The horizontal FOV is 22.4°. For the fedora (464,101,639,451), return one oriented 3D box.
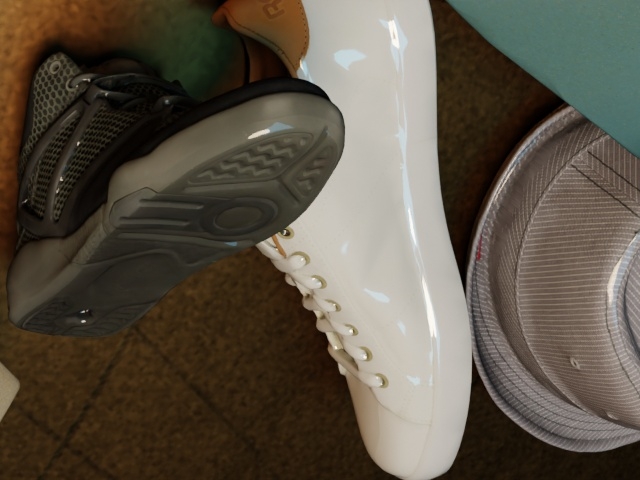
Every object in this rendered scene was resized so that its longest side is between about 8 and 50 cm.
[{"bbox_3d":[0.214,0.036,0.941,0.244,0.124,0.275,-35,124,-5],"label":"fedora"}]

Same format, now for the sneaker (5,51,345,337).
[{"bbox_3d":[-0.076,-0.047,0.733,0.087,0.227,0.130,7,67,-33],"label":"sneaker"}]

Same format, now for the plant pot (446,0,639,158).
[{"bbox_3d":[0.142,-0.173,0.759,0.234,0.165,0.165,30,73,-24],"label":"plant pot"}]

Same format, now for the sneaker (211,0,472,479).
[{"bbox_3d":[0.000,0.000,0.839,0.123,0.106,0.290,-16,109,-21],"label":"sneaker"}]

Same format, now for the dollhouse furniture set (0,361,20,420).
[{"bbox_3d":[-0.260,0.127,0.708,0.135,0.262,0.259,48,56,-33],"label":"dollhouse furniture set"}]
